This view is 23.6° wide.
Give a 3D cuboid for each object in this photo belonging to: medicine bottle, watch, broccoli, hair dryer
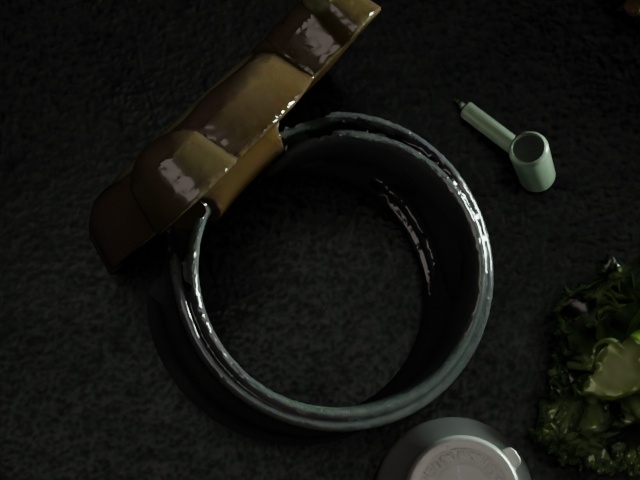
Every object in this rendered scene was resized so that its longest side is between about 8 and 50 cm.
[{"bbox_3d":[0.112,0.220,1.307,0.135,0.215,0.135,0,79,0],"label":"medicine bottle"},{"bbox_3d":[0.000,0.000,1.344,0.327,0.314,0.335,45,71,-4],"label":"watch"},{"bbox_3d":[0.284,0.109,1.345,0.226,0.176,0.198,-20,71,2],"label":"broccoli"},{"bbox_3d":[0.170,-0.098,1.460,0.038,0.063,0.124,-46,62,-7],"label":"hair dryer"}]

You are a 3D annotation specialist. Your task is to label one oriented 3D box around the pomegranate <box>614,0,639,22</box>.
[{"bbox_3d":[0.334,-0.272,1.455,0.130,0.130,0.130,0,79,0],"label":"pomegranate"}]
